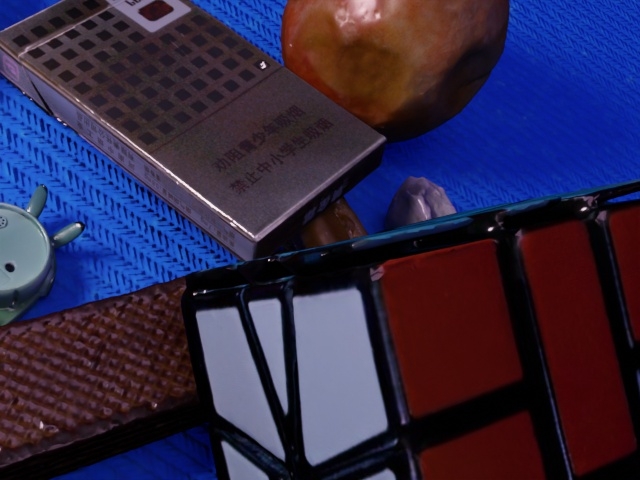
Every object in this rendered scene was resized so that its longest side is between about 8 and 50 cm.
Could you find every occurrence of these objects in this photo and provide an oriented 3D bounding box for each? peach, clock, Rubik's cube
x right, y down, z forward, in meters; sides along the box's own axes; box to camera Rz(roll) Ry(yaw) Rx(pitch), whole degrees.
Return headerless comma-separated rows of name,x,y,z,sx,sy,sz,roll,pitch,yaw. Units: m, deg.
peach,0.080,-0.219,1.013,0.214,0.235,0.214,19,50,-25
clock,-0.259,0.011,0.825,0.101,0.041,0.135,43,52,6
Rubik's cube,0.099,0.125,0.714,0.283,0.288,0.294,-10,91,-29

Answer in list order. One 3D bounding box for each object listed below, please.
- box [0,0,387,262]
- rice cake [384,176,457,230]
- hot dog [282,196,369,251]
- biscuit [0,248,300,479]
box,-0.120,-0.125,0.927,0.324,0.047,0.180,37,53,19
rice cake,0.156,0.101,0.939,0.056,0.073,0.365,-11,64,-33
hot dog,0.001,0.000,0.938,0.083,0.068,0.289,-8,58,-40
biscuit,-0.161,0.106,0.791,0.388,0.073,0.107,-15,65,-32
